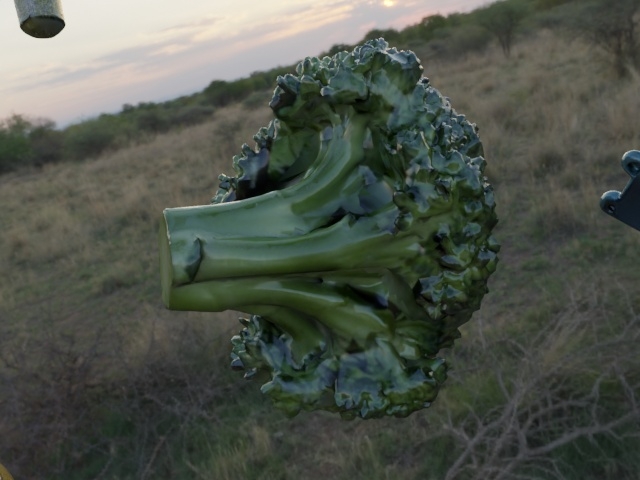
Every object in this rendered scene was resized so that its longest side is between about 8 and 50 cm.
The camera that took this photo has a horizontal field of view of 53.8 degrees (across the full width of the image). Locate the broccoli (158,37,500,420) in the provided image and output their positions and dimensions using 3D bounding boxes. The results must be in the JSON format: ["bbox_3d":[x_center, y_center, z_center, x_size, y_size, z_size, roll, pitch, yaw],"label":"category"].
[{"bbox_3d":[0.009,0.002,0.519,0.259,0.288,0.235,-9,-12,1],"label":"broccoli"}]

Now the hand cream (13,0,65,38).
[{"bbox_3d":[-0.313,-0.312,0.672,0.084,0.203,0.084,-13,-4,-1],"label":"hand cream"}]

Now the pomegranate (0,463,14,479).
[{"bbox_3d":[-0.557,0.414,0.828,0.322,0.322,0.322,-15,15,4],"label":"pomegranate"}]

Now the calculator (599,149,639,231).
[{"bbox_3d":[0.289,-0.015,0.484,0.141,0.094,0.019,34,60,23],"label":"calculator"}]
